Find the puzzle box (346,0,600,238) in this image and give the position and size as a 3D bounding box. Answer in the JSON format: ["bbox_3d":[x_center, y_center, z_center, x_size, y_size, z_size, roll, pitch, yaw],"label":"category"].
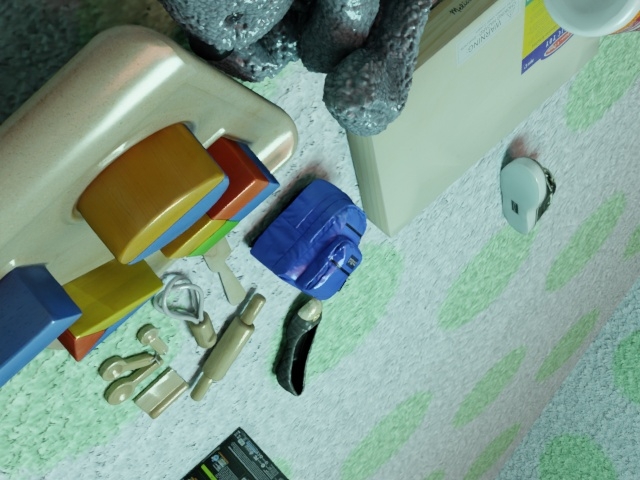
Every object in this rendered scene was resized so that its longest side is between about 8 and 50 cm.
[{"bbox_3d":[0.200,-0.209,1.058,0.409,0.052,0.272,-41,151,-14],"label":"puzzle box"}]

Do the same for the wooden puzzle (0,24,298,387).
[{"bbox_3d":[-0.161,0.009,0.646,0.322,0.080,0.348,-40,171,8],"label":"wooden puzzle"}]

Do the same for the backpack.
[{"bbox_3d":[0.000,0.000,0.990,0.120,0.101,0.098,-52,159,0],"label":"backpack"}]

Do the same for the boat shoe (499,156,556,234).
[{"bbox_3d":[0.334,-0.085,1.391,0.070,0.078,0.219,-43,160,-9],"label":"boat shoe"}]

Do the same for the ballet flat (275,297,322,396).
[{"bbox_3d":[-0.021,0.143,1.192,0.057,0.049,0.173,-25,144,-39],"label":"ballet flat"}]

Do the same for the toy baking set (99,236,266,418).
[{"bbox_3d":[-0.144,0.110,0.996,0.256,0.030,0.197,-54,152,11],"label":"toy baking set"}]

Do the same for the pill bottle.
[{"bbox_3d":[0.352,-0.296,0.979,0.221,0.121,0.121,-18,140,-44],"label":"pill bottle"}]

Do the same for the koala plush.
[{"bbox_3d":[-0.042,-0.197,0.604,0.221,0.196,0.203,-3,117,-53],"label":"koala plush"}]

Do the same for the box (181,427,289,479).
[{"bbox_3d":[-0.118,0.391,1.219,0.184,0.191,0.045,-42,151,-13],"label":"box"}]
